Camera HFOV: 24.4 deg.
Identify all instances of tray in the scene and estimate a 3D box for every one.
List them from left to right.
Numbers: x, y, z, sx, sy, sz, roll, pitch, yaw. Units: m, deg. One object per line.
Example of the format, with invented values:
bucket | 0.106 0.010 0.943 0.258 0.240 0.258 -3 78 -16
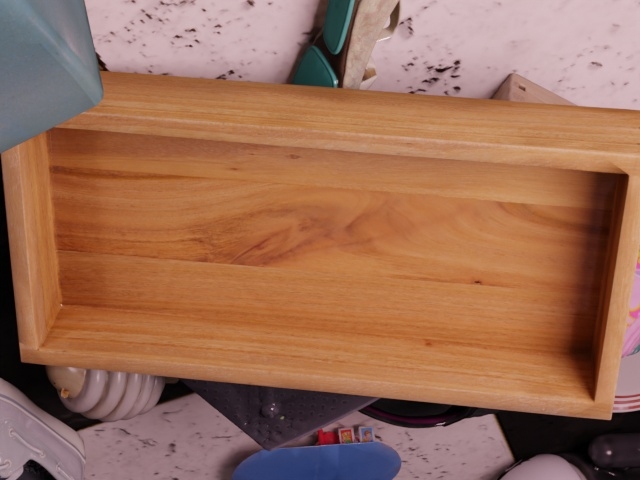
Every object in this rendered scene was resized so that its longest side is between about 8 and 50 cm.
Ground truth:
tray | 0.000 0.000 0.995 0.411 0.076 0.202 5 122 6

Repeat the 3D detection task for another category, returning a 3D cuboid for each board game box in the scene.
board game box | -0.005 0.218 1.474 0.169 0.033 0.133 -3 148 -6

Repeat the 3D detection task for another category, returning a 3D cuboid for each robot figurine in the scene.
robot figurine | 0.307 0.311 1.583 0.278 0.209 0.173 4 170 -24

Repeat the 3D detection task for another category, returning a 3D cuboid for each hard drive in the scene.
hard drive | 0.006 0.048 1.106 0.255 0.054 0.172 -33 120 25

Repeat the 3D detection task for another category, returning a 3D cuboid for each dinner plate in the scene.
dinner plate | 0.321 0.128 1.467 0.141 0.017 0.141 -9 143 -7

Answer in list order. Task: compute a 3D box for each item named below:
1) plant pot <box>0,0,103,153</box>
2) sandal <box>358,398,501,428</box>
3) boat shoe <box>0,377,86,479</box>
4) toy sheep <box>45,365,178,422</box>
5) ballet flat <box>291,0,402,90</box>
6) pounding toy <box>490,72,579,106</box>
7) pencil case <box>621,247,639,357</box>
plant pot | -0.231 -0.147 0.811 0.165 0.165 0.234 -24 151 14
sandal | 0.045 0.083 1.241 0.168 0.107 0.446 -31 139 22
boat shoe | -0.280 0.183 1.294 0.079 0.081 0.227 -27 142 18
toy sheep | -0.170 0.109 1.231 0.132 0.091 0.091 11 138 -38
ballet flat | 0.023 -0.127 1.000 0.052 0.057 0.168 -7 145 -25
pounding toy | 0.116 -0.037 1.125 0.206 0.094 0.181 26 133 -12
pencil case | 0.296 -0.019 1.175 0.124 0.124 0.284 14 137 -32
